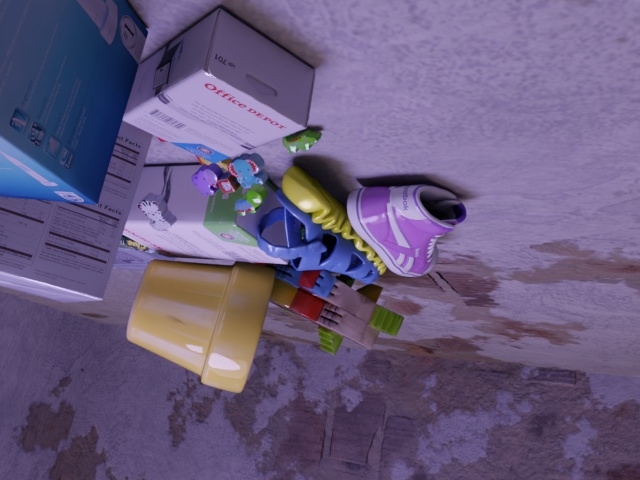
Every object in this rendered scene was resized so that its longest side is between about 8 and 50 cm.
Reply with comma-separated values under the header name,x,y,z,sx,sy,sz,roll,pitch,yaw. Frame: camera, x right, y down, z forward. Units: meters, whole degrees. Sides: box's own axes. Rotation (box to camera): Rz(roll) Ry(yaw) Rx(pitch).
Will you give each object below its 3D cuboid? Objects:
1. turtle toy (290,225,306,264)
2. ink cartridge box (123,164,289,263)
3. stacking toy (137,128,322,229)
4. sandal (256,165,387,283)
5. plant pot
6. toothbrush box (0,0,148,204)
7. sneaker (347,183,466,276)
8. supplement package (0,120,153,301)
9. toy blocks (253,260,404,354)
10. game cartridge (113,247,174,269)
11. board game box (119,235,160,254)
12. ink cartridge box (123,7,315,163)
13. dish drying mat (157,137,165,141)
name,x,y,z,sx,sy,sz,roll,pitch,yaw
turtle toy,-0.057,0.004,1.237,0.095,0.066,0.130,41,156,-12
ink cartridge box,-0.207,-0.044,1.090,0.272,0.115,0.198,2,161,24
stacking toy,-0.125,-0.093,0.833,0.221,0.167,0.052,-7,124,35
sandal,0.000,0.000,1.038,0.317,0.138,0.126,39,-169,-46
plant pot,-0.235,0.144,1.192,0.239,0.254,0.254,17,162,-6
toothbrush box,-0.294,-0.187,0.528,0.126,0.216,0.295,5,163,14
sneaker,0.177,-0.010,1.019,0.161,0.102,0.282,-7,158,30
supplement package,-0.400,-0.063,0.883,0.198,0.263,0.199,22,161,-34
toy blocks,-0.037,0.121,1.400,0.261,0.191,0.381,34,168,-39
game cartridge,-0.532,0.027,1.599,0.294,0.060,0.196,-1,156,33
board game box,-0.410,-0.025,1.279,0.259,0.030,0.136,11,-155,-3
ink cartridge box,-0.121,-0.168,0.712,0.139,0.082,0.190,24,157,-38
dish drying mat,-0.238,-0.168,0.900,0.032,0.008,0.083,7,162,12
